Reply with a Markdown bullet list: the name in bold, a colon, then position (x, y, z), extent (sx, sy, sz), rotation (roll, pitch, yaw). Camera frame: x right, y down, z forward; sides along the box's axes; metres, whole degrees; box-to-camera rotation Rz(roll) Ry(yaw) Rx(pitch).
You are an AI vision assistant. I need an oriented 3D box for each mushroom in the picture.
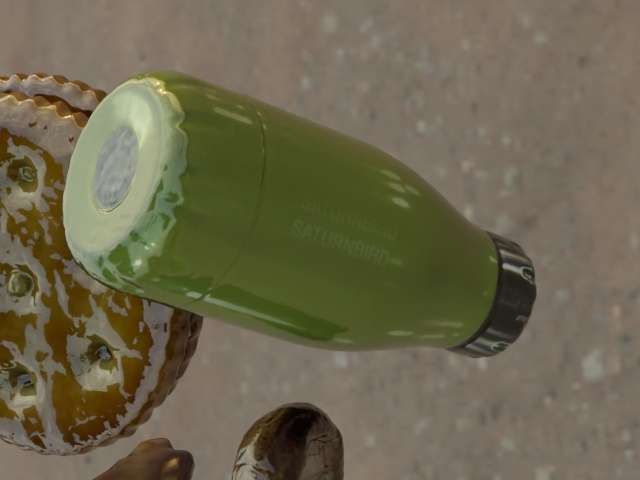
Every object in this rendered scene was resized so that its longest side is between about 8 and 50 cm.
- **mushroom**: position (-0.018, 0.144, 0.998), extent (0.123, 0.052, 0.123), rotation (-3, -90, -78)

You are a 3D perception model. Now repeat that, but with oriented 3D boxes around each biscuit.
- **biscuit**: position (-0.159, 0.016, 1.116), extent (0.220, 0.066, 0.220), rotation (9, 109, 28)

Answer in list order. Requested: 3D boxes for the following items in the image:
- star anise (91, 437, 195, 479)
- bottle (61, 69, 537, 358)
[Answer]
- **star anise**: position (-0.116, 0.156, 0.439), extent (0.088, 0.288, 0.288), rotation (159, 105, -64)
- **bottle**: position (0.000, 0.000, 1.001), extent (0.112, 0.260, 0.112), rotation (-26, 54, 44)
